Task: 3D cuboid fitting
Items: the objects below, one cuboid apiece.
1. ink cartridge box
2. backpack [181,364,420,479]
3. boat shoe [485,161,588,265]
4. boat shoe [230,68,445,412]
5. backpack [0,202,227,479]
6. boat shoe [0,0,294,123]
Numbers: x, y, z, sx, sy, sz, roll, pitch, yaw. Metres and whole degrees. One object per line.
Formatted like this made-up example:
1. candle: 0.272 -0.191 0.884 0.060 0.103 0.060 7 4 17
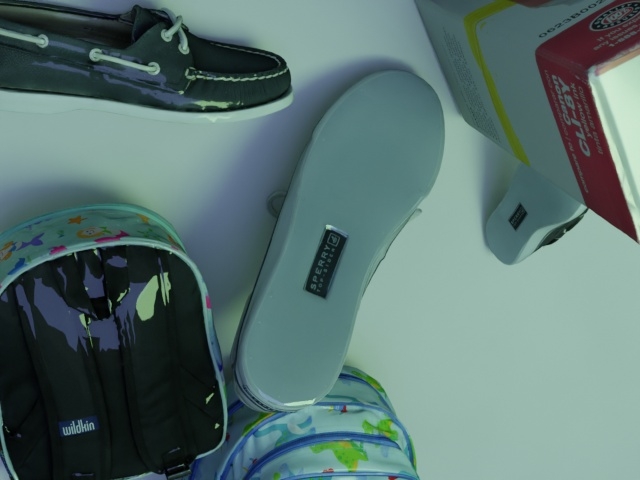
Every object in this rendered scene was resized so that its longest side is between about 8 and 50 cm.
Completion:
1. ink cartridge box: 0.284 -0.183 1.002 0.279 0.384 0.160 -29 115 -4
2. backpack: -0.021 0.300 1.210 0.290 0.273 0.355 9 97 -13
3. boat shoe: 0.243 -0.042 1.168 0.076 0.080 0.228 -23 160 -21
4. boat shoe: 0.007 0.005 1.134 0.136 0.156 0.367 25 72 -12
5. backpack: -0.210 0.090 1.071 0.225 0.191 0.253 -14 123 -14
6. boat shoe: -0.168 -0.165 1.020 0.303 0.114 0.091 -2 119 -17
